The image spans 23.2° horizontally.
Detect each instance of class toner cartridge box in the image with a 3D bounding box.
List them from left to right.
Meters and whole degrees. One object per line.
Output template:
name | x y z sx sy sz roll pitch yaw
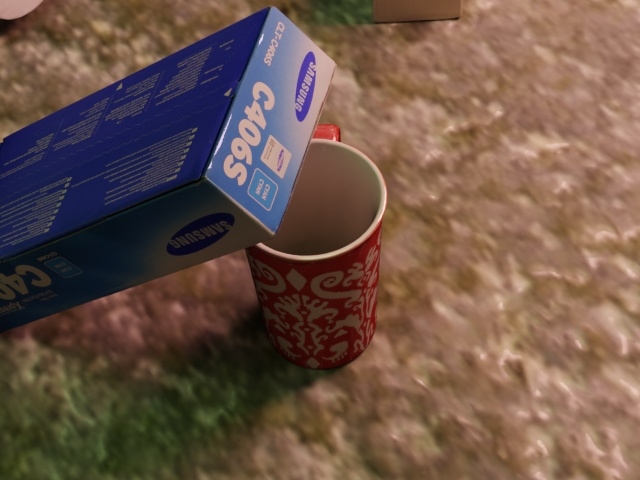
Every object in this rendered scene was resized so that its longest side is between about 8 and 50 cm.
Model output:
toner cartridge box | -0.152 -0.044 1.191 0.347 0.075 0.165 -18 43 43

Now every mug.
mug | 0.007 0.006 1.211 0.113 0.169 0.150 27 60 22

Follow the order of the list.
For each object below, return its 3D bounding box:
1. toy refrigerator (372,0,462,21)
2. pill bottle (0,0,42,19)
toy refrigerator | 0.090 -0.343 1.499 0.094 0.102 0.270 -3 53 2
pill bottle | -0.362 -0.303 1.482 0.229 0.131 0.131 31 62 23
